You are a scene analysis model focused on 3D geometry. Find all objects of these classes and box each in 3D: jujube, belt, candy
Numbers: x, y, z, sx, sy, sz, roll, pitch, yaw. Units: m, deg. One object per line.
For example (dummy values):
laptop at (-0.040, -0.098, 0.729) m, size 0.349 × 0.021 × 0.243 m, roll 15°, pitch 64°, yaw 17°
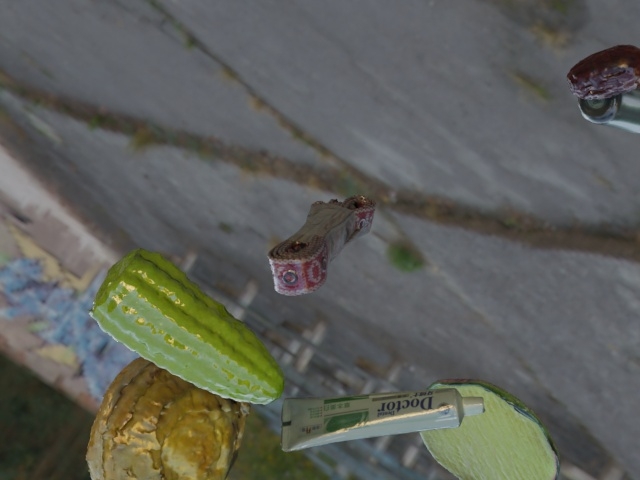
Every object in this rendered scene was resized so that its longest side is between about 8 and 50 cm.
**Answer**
jujube at (0.453, -0.265, 1.980) m, size 0.129 × 0.077 × 0.077 m, roll -13°, pitch 146°, yaw 29°
belt at (0.000, 0.000, 1.471) m, size 0.071 × 0.053 × 0.232 m, roll 1°, pitch -160°, yaw 22°
candy at (-0.124, 0.093, 1.227) m, size 0.209 × 0.096 × 0.097 m, roll 35°, pitch 173°, yaw -7°

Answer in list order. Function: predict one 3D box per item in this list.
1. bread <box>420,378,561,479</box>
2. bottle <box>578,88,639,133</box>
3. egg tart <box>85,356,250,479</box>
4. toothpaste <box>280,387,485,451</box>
bread at (0.237, 0.280, 1.777) m, size 0.229 × 0.033 × 0.228 m, roll 22°, pitch 137°, yaw 22°
bottle at (0.523, -0.222, 2.121) m, size 0.096 × 0.079 × 0.254 m, roll 42°, pitch -158°, yaw 27°
egg tart at (-0.198, 0.289, 1.741) m, size 0.107 × 0.290 × 0.291 m, roll 12°, pitch 160°, yaw 41°
toothpaste at (0.064, 0.184, 1.323) m, size 0.218 × 0.064 × 0.041 m, roll -7°, pitch 144°, yaw 10°
